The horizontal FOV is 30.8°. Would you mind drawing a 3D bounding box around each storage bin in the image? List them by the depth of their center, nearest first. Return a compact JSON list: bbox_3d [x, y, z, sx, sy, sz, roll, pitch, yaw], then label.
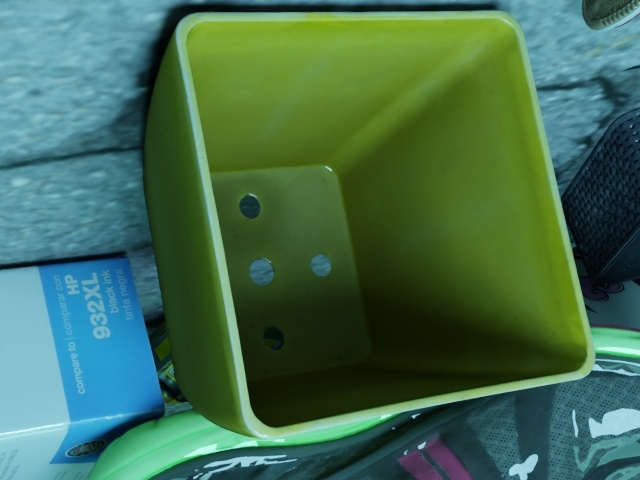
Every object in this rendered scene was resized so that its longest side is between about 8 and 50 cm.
[{"bbox_3d":[0.285,-0.039,0.955,0.122,0.084,0.180,-13,159,-11],"label":"storage bin"}]

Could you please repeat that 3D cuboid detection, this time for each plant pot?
[{"bbox_3d":[0.000,0.000,0.683,0.212,0.212,0.187,-6,171,-28],"label":"plant pot"}]

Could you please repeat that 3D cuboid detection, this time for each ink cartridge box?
[{"bbox_3d":[-0.297,0.125,0.840,0.307,0.129,0.223,-6,158,-27],"label":"ink cartridge box"}]

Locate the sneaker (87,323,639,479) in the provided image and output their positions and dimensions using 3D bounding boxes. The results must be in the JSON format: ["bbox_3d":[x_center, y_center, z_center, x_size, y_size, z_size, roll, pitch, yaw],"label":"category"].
[{"bbox_3d":[0.084,0.188,0.812,0.482,0.202,0.185,-14,162,2],"label":"sneaker"}]

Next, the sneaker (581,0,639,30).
[{"bbox_3d":[0.204,-0.155,0.648,0.067,0.042,0.118,1,151,-33],"label":"sneaker"}]

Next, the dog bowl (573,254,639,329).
[{"bbox_3d":[0.178,0.218,1.065,0.150,0.408,0.408,0,154,-39],"label":"dog bowl"}]

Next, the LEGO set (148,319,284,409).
[{"bbox_3d":[-0.069,0.228,1.026,0.192,0.331,0.255,-43,163,17],"label":"LEGO set"}]

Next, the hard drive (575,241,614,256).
[{"bbox_3d":[0.364,0.041,1.265,0.172,0.054,0.255,-20,159,8],"label":"hard drive"}]
